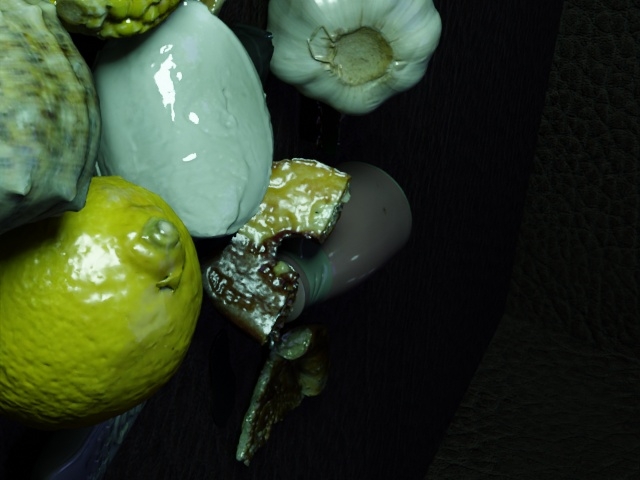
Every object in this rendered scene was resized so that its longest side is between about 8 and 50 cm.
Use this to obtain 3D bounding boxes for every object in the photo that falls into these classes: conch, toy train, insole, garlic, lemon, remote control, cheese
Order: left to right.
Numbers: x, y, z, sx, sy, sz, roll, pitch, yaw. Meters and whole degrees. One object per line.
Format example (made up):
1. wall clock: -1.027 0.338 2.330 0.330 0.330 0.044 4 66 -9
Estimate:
1. conch: -0.215 -0.078 0.986 0.210 0.158 0.291 59 49 -69
2. lemon: -0.186 0.046 1.141 0.256 0.188 0.188 -40 -172 39
3. remote control: -0.209 0.152 1.494 0.313 0.055 0.109 -62 169 -47
4. cheese: -0.120 -0.093 1.266 0.189 0.154 0.198 -15 -94 63
5. insole: -0.124 0.177 1.899 0.188 0.004 0.064 89 24 -50
6. toy train: 0.016 -0.217 1.843 0.085 0.053 0.250 -64 164 -46
7. garlic: 0.024 -0.263 1.678 0.226 0.199 0.199 -103 -167 -47

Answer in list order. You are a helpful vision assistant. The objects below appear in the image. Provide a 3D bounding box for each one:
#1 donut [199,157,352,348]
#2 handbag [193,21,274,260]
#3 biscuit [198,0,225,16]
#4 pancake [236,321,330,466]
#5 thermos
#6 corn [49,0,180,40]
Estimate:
1. donut: -0.058 0.006 1.692 0.217 0.141 0.085 -59 172 -14
2. handbag: -0.112 -0.084 1.495 0.223 0.080 0.247 -38 144 -65
3. biscuit: -0.088 -0.295 1.389 0.056 0.052 0.188 -159 -93 -89
4. pancake: -0.048 0.222 2.122 0.266 0.057 0.244 83 30 -59
5. thermos: 0.000 0.000 1.881 0.265 0.146 0.176 -38 148 -55
6. corn: -0.112 -0.282 1.198 0.120 0.120 0.363 93 18 -45
